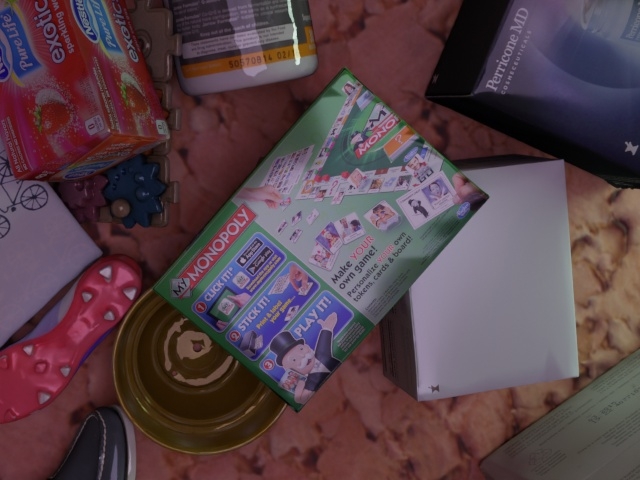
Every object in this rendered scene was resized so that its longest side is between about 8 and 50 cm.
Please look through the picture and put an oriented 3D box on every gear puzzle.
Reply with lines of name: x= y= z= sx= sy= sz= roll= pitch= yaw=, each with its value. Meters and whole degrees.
gear puzzle: x=-0.231 y=-0.182 z=1.350 sx=0.044 sy=0.175 sz=0.339 roll=-7 pitch=101 yaw=-56

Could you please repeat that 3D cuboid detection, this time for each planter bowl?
planter bowl: x=-0.138 y=0.132 z=1.436 sx=0.217 sy=0.090 sz=0.217 roll=-2 pitch=97 yaw=-15

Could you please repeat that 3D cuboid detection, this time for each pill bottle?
pill bottle: x=-0.101 y=-0.307 z=1.360 sx=0.162 sy=0.162 sz=0.278 roll=-12 pitch=99 yaw=-12

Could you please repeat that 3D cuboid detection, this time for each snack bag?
snack bag: x=-0.425 y=0.033 z=1.278 sx=0.342 sy=0.037 sz=0.323 roll=-43 pitch=138 yaw=-14

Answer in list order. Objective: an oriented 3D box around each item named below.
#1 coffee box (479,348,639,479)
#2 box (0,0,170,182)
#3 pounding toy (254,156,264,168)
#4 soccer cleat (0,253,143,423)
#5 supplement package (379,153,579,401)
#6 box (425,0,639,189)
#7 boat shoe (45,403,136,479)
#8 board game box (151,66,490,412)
coffee box: x=0.454 y=0.352 z=1.473 sx=0.337 sy=0.338 sz=0.334 roll=-33 pitch=103 yaw=-7
box: x=-0.272 y=-0.199 z=1.279 sx=0.128 sy=0.122 sz=0.257 roll=-23 pitch=82 yaw=23
pounding toy: x=-0.016 y=-0.020 z=1.428 sx=0.141 sy=0.130 sz=0.100 roll=25 pitch=90 yaw=-15
soccer cleat: x=-0.295 y=0.112 z=1.405 sx=0.083 sy=0.095 sz=0.248 roll=44 pitch=93 yaw=-8
supplement package: x=0.179 y=0.038 z=1.473 sx=0.204 sy=0.145 sz=0.262 roll=-7 pitch=98 yaw=-12
box: x=0.327 y=-0.245 z=1.459 sx=0.294 sy=0.183 sz=0.296 roll=22 pitch=91 yaw=-13
boat shoe: x=-0.300 y=0.333 z=1.400 sx=0.099 sy=0.116 sz=0.319 roll=17 pitch=97 yaw=-35
board game box: x=0.000 y=0.000 z=1.349 sx=0.213 sy=0.046 sz=0.317 roll=41 pitch=94 yaw=-6
